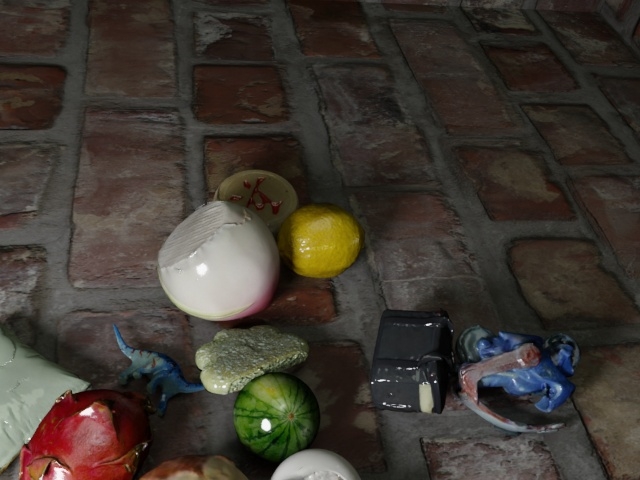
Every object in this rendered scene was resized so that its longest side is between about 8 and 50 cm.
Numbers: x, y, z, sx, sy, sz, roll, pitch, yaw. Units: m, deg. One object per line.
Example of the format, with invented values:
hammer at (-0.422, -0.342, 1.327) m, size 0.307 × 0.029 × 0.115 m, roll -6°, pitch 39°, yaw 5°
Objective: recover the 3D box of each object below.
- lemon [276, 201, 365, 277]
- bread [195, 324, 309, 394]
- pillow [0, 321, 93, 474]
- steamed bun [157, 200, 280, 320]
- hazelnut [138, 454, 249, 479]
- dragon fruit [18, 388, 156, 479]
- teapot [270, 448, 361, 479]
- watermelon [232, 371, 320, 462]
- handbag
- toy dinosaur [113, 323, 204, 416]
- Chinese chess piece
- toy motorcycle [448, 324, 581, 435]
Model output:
lemon at (0.000, 0.000, 1.844) m, size 0.260 × 0.204 × 0.204 m, roll -10°, pitch 48°, yaw -19°
bread at (-0.177, 0.261, 1.609) m, size 0.286 × 0.056 × 0.207 m, roll -19°, pitch 31°, yaw -41°
pillow at (-0.692, 0.334, 1.439) m, size 0.312 × 0.119 × 0.310 m, roll 27°, pitch 50°, yaw 16°
steamed bun at (-0.226, 0.075, 1.700) m, size 0.309 × 0.309 × 0.309 m, roll 5°, pitch 45°, yaw -5°
hazelnut at (-0.246, 0.516, 1.261) m, size 0.261 × 0.241 × 0.261 m, roll 1°, pitch 48°, yaw -2°
dragon fruit at (-0.450, 0.408, 1.333) m, size 0.250 × 0.250 × 0.315 m, roll 33°, pitch 56°, yaw 21°
teapot at (0.007, 0.513, 1.356) m, size 0.298 × 0.139 × 0.204 m, roll 1°, pitch 63°, yaw -22°
watermelon at (-0.097, 0.377, 1.476) m, size 0.188 × 0.214 × 0.188 m, roll 4°, pitch 77°, yaw -19°
handbag at (0.225, 0.286, 1.610) m, size 0.181 × 0.181 × 0.254 m, roll 0°, pitch 41°, yaw 18°
toy dinosaur at (-0.373, 0.304, 1.564) m, size 0.329 × 0.076 × 0.144 m, roll 24°, pitch 39°, yaw 9°
Chinese chess piece at (-0.184, -0.092, 1.973) m, size 0.249 × 0.103 × 0.250 m, roll 5°, pitch 47°, yaw -6°
toy motorcycle at (0.469, 0.334, 1.657) m, size 0.319 × 0.241 × 0.182 m, roll 5°, pitch 5°, yaw -3°
